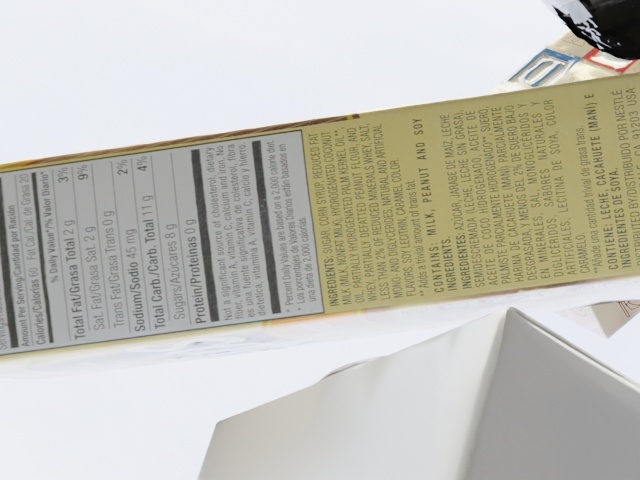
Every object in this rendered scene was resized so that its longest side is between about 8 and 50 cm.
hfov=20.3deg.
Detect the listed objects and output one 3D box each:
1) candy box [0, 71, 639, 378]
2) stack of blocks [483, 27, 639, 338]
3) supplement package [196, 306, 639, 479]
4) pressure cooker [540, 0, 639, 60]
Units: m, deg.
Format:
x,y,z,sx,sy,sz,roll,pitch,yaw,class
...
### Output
x,y,z,sx,sy,sz,roll,pitch,yaw,class
0.000,0.000,0.784,0.316,0.183,0.087,-9,-96,6,candy box
0.203,-0.029,1.067,0.171,0.297,0.087,-39,-59,-13,stack of blocks
0.037,0.200,0.539,0.175,0.177,0.293,30,-120,-22,supplement package
0.155,-0.332,0.735,0.420,0.370,0.375,57,-145,-8,pressure cooker
